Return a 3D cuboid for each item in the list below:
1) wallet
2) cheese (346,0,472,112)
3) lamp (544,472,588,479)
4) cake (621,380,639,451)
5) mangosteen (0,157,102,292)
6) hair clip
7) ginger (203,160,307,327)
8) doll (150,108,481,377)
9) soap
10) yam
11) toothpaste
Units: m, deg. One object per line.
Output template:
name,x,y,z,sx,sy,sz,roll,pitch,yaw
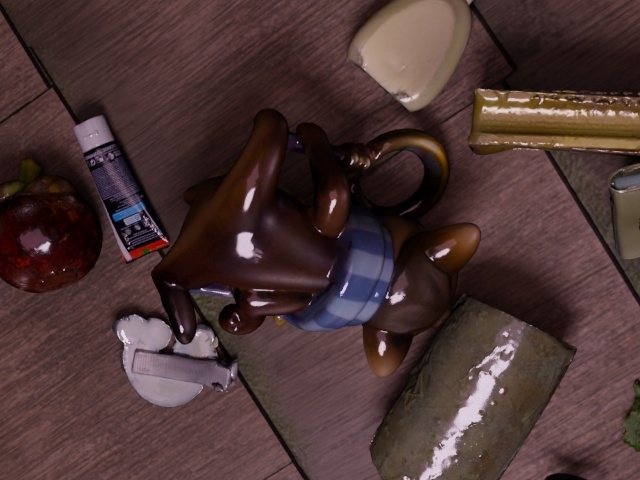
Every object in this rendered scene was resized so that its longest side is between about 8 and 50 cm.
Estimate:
wallet,0.389,-0.039,1.237,0.110,0.155,0.039,-12,58,12
cheese,0.150,-0.282,1.313,0.127,0.054,0.251,41,99,2
lamp,0.283,0.393,1.294,0.121,0.121,0.215,12,108,10
cake,0.465,0.228,1.234,0.099,0.235,0.100,37,71,-29
mangosteen,-0.367,-0.022,1.379,0.156,0.146,0.181,-28,88,14
hair clip,-0.193,0.162,1.409,0.172,0.049,0.116,8,91,13
ginger,-0.065,-0.001,1.361,0.137,0.074,0.213,-46,80,8
doll,-0.002,-0.001,1.246,0.340,0.209,0.318,18,97,-15
soap,0.291,-0.133,1.253,0.233,0.135,0.076,3,94,10
yam,0.176,0.198,1.287,0.161,0.161,0.268,31,100,7
toothpaste,-0.267,-0.067,1.413,0.071,0.045,0.193,-23,95,19
